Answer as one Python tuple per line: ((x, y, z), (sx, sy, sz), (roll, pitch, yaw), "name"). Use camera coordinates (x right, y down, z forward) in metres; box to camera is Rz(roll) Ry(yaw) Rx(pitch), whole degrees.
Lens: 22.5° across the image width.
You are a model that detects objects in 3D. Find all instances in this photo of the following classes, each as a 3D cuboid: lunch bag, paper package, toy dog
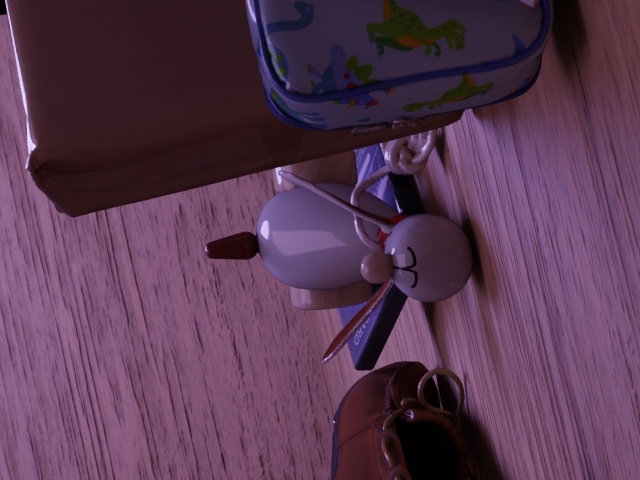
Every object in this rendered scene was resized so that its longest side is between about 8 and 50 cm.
((0.038, -0.176, 0.918), (0.090, 0.176, 0.219), (80, 179, -78), "lunch bag")
((-0.072, -0.208, 1.150), (0.168, 0.325, 0.309), (97, 159, -76), "paper package")
((0.000, 0.000, 1.442), (0.334, 0.161, 0.220), (135, 120, -69), "toy dog")

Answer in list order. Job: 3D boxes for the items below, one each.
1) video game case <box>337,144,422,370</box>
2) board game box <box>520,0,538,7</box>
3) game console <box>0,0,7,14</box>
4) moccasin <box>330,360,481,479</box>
((0.040, -0.034, 1.648), (0.196, 0.026, 0.274), (112, 150, -44), "video game case")
((0.050, -0.231, 0.713), (0.193, 0.053, 0.305), (31, 165, 7), "board game box")
((-0.156, -0.387, 1.269), (0.060, 0.386, 0.342), (45, 165, 34), "game console")
((0.083, 0.208, 1.503), (0.139, 0.147, 0.380), (63, -165, -8), "moccasin")
